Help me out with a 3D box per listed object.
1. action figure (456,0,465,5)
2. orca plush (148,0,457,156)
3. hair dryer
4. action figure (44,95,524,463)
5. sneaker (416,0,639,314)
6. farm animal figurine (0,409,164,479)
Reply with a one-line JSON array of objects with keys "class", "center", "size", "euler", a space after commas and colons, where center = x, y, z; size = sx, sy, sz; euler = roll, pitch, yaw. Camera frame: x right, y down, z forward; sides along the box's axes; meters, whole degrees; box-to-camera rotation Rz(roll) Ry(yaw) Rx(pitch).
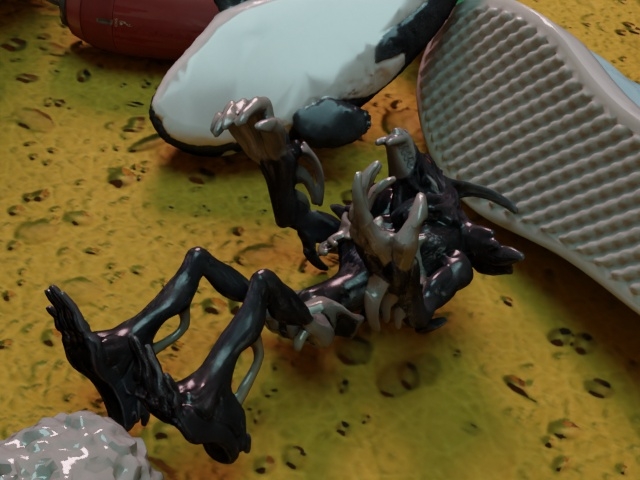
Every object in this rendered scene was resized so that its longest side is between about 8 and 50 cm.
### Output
[{"class": "action figure", "center": [0.079, -0.211, 0.844], "size": [0.137, 0.063, 0.232], "euler": [-19, 45, -28]}, {"class": "orca plush", "center": [0.003, -0.151, 0.734], "size": [0.151, 0.102, 0.287], "euler": [40, 80, 4]}, {"class": "hair dryer", "center": [-0.124, -0.226, 0.820], "size": [0.224, 0.080, 0.293], "euler": [-32, 56, -34]}, {"class": "action figure", "center": [0.000, 0.000, 0.550], "size": [0.276, 0.141, 0.164], "euler": [-33, 36, -32]}, {"class": "sneaker", "center": [0.201, -0.040, 0.661], "size": [0.150, 0.135, 0.366], "euler": [13, 28, -39]}, {"class": "farm animal figurine", "center": [-0.030, 0.207, 0.303], "size": [0.330, 0.172, 0.326], "euler": [17, 44, 10]}]
